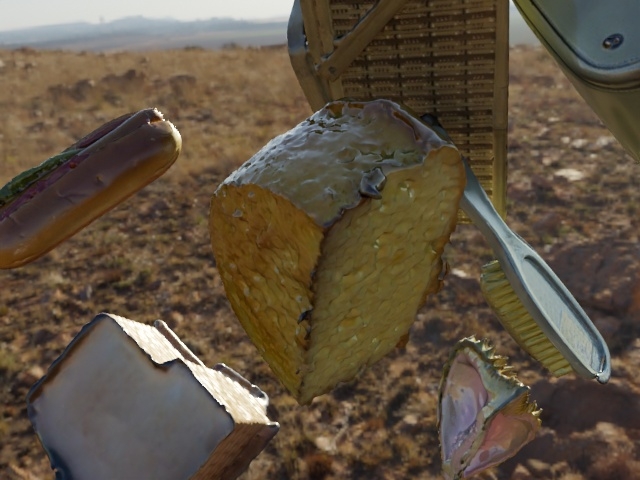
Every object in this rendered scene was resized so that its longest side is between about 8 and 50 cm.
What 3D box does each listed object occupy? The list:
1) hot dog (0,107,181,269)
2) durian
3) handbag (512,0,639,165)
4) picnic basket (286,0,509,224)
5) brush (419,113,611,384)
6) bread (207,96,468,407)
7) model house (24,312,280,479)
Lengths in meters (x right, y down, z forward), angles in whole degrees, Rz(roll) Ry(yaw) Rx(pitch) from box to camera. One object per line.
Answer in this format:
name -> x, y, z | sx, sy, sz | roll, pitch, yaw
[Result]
hot dog -> -0.240, -0.051, 0.725 | 0.236, 0.062, 0.092 | -39, 48, -18
durian -> 0.271, 0.273, 1.302 | 0.186, 0.305, 0.195 | -13, 45, -22
handbag -> 0.279, -0.143, 0.652 | 0.109, 0.241, 0.315 | -34, -37, 21
picnic basket -> 0.081, -0.187, 0.698 | 0.175, 0.312, 0.228 | 0, 48, 12
brush -> 0.153, 0.019, 0.659 | 0.060, 0.297, 0.068 | -27, 19, 38
bread -> 0.000, 0.000, 0.516 | 0.139, 0.229, 0.143 | 39, 54, 24
model house -> -0.152, 0.175, 0.736 | 0.183, 0.166, 0.172 | 42, 5, 22
